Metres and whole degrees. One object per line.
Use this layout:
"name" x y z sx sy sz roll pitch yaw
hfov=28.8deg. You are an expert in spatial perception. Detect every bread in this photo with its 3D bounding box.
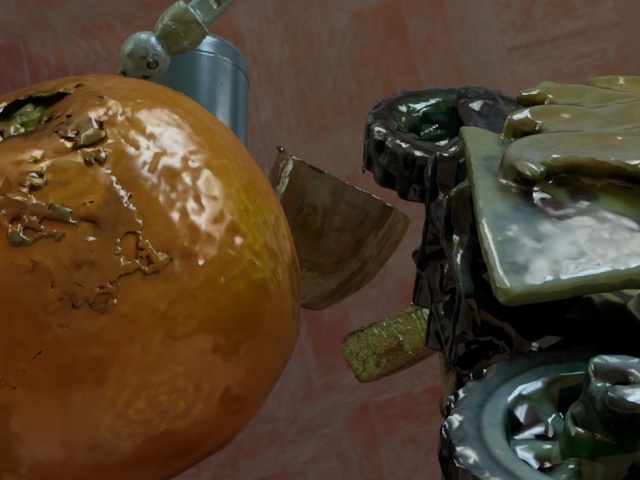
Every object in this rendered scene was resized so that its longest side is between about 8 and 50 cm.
"bread" 0.097 0.130 1.609 0.140 0.128 0.069 -23 79 5

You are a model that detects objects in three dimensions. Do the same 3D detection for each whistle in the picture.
"whistle" -0.099 -0.143 0.854 0.100 0.035 0.035 -39 83 -4

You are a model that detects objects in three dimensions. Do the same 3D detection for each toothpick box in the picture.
"toothpick box" -0.123 -0.089 1.136 0.120 0.120 0.184 -1 61 -4

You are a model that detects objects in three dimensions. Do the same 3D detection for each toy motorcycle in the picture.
"toy motorcycle" 0.152 0.016 0.638 0.237 0.410 0.168 2 121 -8

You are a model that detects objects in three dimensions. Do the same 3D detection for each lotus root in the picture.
"lotus root" -0.001 0.000 1.627 0.188 0.199 0.180 25 91 14

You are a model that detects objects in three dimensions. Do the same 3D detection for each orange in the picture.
"orange" -0.133 0.030 0.708 0.246 0.246 0.246 1 78 -3
